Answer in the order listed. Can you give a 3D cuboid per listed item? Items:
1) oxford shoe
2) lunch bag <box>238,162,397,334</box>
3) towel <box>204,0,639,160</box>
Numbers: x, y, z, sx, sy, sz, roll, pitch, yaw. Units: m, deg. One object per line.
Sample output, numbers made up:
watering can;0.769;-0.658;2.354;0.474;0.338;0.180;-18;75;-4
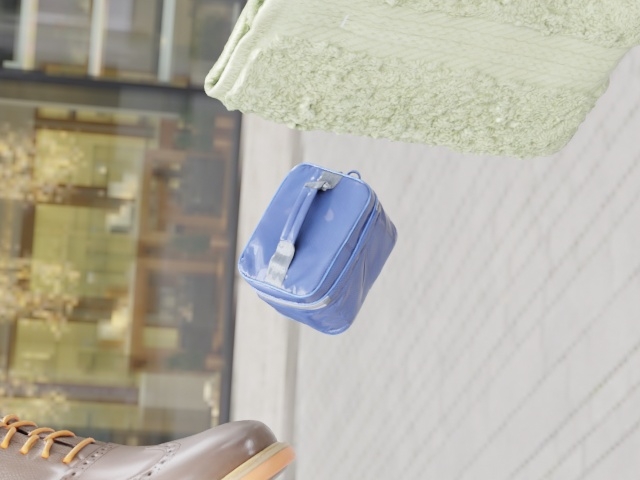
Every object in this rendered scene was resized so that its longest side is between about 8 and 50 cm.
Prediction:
oxford shoe;-0.193;0.178;1.029;0.133;0.363;0.130;69;-165;3
lunch bag;0.000;0.000;0.916;0.098;0.067;0.065;-63;-30;-15
towel;0.044;-0.071;0.502;0.110;0.148;0.027;-57;37;43
